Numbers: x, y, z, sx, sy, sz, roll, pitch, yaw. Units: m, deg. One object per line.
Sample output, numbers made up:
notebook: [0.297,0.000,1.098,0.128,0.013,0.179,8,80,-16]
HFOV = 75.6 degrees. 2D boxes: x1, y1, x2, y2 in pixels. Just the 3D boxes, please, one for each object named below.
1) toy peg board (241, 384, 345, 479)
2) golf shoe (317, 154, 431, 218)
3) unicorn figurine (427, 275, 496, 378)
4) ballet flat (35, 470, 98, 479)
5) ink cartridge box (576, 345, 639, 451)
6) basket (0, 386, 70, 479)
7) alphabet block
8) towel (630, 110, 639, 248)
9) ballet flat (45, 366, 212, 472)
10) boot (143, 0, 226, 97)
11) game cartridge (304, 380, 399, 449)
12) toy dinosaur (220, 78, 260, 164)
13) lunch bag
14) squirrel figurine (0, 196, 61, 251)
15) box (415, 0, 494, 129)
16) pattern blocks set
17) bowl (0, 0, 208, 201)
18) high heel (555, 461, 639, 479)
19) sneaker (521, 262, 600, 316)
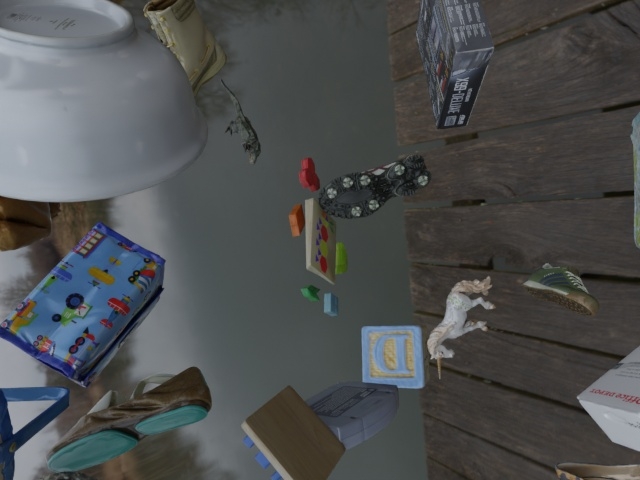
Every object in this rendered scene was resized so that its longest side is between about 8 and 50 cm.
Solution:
toy peg board: [-0.060,0.372,0.737,0.161,0.160,0.079,43,108,15]
golf shoe: [0.124,-0.123,0.988,0.120,0.272,0.105,-131,24,-80]
unicorn figurine: [0.236,0.138,0.702,0.060,0.111,0.162,-157,65,-69]
ballet flat: [-0.323,0.391,0.320,0.164,0.483,0.182,36,163,27]
ink cartridge box: [0.600,0.250,0.701,0.100,0.237,0.172,54,173,11]
basket: [-0.534,0.276,0.567,0.289,0.254,0.201,-165,75,-82]
alphabet block: [0.251,0.373,1.354,0.193,0.197,0.193,-3,77,19]
towel: [0.709,-0.152,0.782,0.090,0.374,0.321,0,83,18]
ballet flat: [-0.382,0.348,0.839,0.124,0.342,0.116,-111,-6,-46]
boot: [-0.348,-0.425,0.949,0.095,0.262,0.203,31,164,26]
game cartridge: [0.059,0.389,0.942,0.195,0.294,0.060,-12,83,33]
toy dinosaur: [-0.227,-0.320,1.183,0.268,0.063,0.118,63,156,13]
lunch bag: [-0.399,0.144,0.760,0.138,0.221,0.293,30,149,0]
squirrel figurine: [-0.633,-0.185,0.755,0.397,0.280,0.371,-86,-8,-77]
box: [0.284,-0.448,0.918,0.242,0.076,0.308,72,-168,-68]
pattern blocks set: [0.000,0.000,0.969,0.026,0.285,0.325,-11,53,23]
bowl: [-0.279,-0.187,0.466,0.298,0.297,0.134,53,144,34]
high heel: [0.656,0.496,0.892,0.186,0.093,0.261,31,117,17]
sneaker: [0.501,0.088,0.844,0.064,0.086,0.192,43,178,-9]
